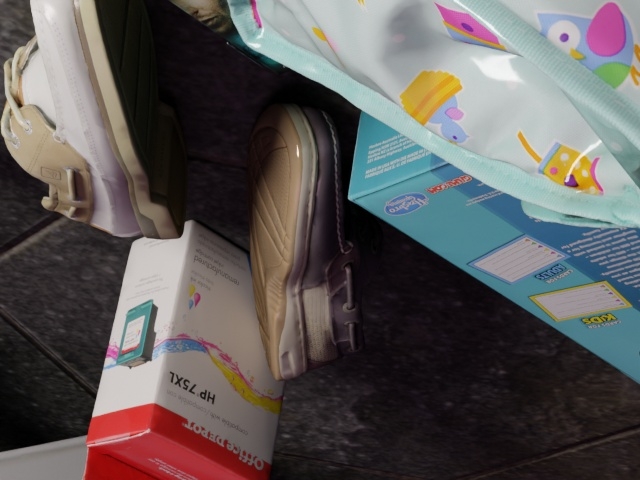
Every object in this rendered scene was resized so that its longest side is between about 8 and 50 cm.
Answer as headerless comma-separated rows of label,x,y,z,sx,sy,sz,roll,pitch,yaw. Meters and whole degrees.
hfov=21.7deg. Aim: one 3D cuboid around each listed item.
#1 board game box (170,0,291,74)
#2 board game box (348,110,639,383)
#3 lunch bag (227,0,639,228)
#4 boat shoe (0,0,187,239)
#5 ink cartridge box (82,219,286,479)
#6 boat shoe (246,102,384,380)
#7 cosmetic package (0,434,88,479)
board game box,0.013,-0.161,0.931,0.186,0.026,0.126,-23,148,29
board game box,0.227,-0.021,1.126,0.253,0.079,0.336,-19,141,42
lunch bag,0.107,-0.135,0.666,0.262,0.223,0.160,33,159,35
boat shoe,-0.157,-0.082,1.091,0.103,0.113,0.302,0,152,4
ink cartridge box,-0.100,0.119,1.319,0.078,0.231,0.134,-17,143,40
boat shoe,0.000,0.000,1.223,0.092,0.103,0.285,-12,142,-12
cosmetic package,-0.285,0.415,1.646,0.327,0.394,0.329,-8,169,-45
